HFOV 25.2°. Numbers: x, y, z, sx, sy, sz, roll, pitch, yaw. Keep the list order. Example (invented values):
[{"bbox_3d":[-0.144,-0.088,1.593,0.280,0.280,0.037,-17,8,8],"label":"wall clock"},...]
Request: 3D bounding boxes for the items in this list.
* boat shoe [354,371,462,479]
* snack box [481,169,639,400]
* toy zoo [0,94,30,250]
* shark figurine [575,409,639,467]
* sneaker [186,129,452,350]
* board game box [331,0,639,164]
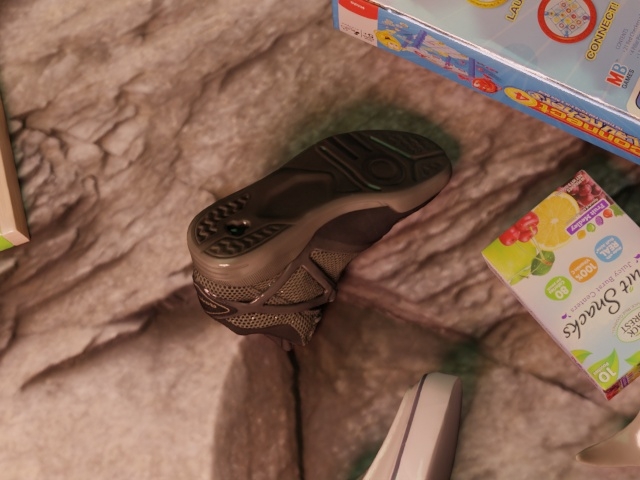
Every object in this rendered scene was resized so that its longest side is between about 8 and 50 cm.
[{"bbox_3d":[0.025,0.212,1.006,0.088,0.096,0.267,17,84,17],"label":"boat shoe"},{"bbox_3d":[0.201,0.031,1.047,0.100,0.037,0.141,-40,65,1],"label":"snack box"},{"bbox_3d":[-0.408,-0.037,1.257,0.293,0.030,0.192,-19,66,8],"label":"toy zoo"},{"bbox_3d":[0.281,0.207,0.909,0.166,0.116,0.278,15,44,-22],"label":"shark figurine"},{"bbox_3d":[0.000,0.000,1.101,0.228,0.130,0.087,-30,56,-27],"label":"sneaker"},{"bbox_3d":[0.208,-0.242,1.077,0.302,0.086,0.308,26,79,7],"label":"board game box"}]
